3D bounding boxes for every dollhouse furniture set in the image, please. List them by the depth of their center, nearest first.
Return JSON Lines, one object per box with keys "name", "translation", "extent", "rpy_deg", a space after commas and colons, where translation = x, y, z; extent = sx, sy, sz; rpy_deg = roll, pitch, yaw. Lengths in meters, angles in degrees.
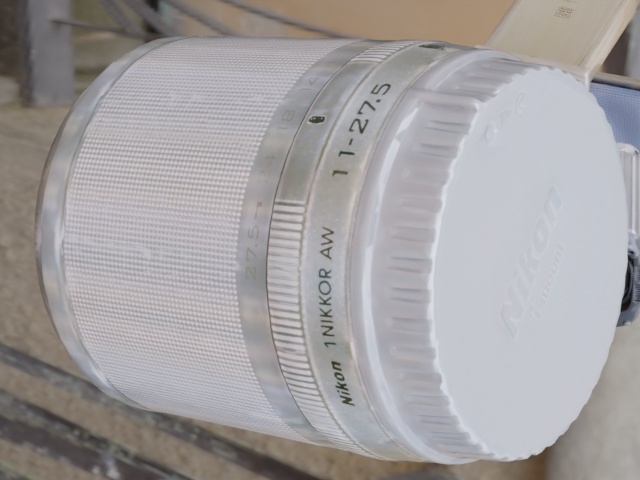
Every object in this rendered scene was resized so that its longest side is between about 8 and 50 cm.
{"name": "dollhouse furniture set", "translation": [0.334, -0.138, 1.854], "extent": [0.198, 0.286, 0.303], "rpy_deg": [-54, 148, -36]}

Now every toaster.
{"name": "toaster", "translation": [0.306, -0.013, 1.771], "extent": [0.227, 0.129, 0.146], "rpy_deg": [74, 21, -56]}

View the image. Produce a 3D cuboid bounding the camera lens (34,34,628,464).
{"name": "camera lens", "translation": [0.000, 0.000, 0.856], "extent": [0.219, 0.274, 0.219], "rpy_deg": [-11, 104, -52]}
